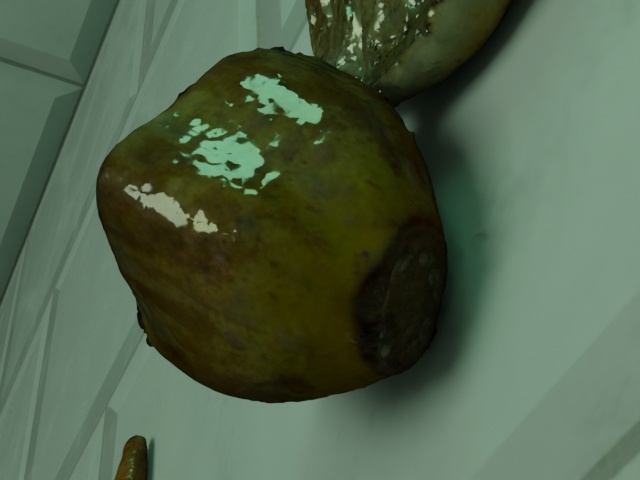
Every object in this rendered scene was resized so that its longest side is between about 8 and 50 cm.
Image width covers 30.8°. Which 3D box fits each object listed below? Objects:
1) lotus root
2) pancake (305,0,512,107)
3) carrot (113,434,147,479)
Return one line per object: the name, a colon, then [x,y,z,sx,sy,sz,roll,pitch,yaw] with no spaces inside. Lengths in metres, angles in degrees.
lotus root: [0.000,0.001,0.675,0.180,0.188,0.199,22,55,42]
pancake: [0.072,-0.266,0.774,0.387,0.082,0.387,-43,40,52]
carrot: [-0.193,0.269,1.127,0.047,0.047,0.191,127,153,-45]
